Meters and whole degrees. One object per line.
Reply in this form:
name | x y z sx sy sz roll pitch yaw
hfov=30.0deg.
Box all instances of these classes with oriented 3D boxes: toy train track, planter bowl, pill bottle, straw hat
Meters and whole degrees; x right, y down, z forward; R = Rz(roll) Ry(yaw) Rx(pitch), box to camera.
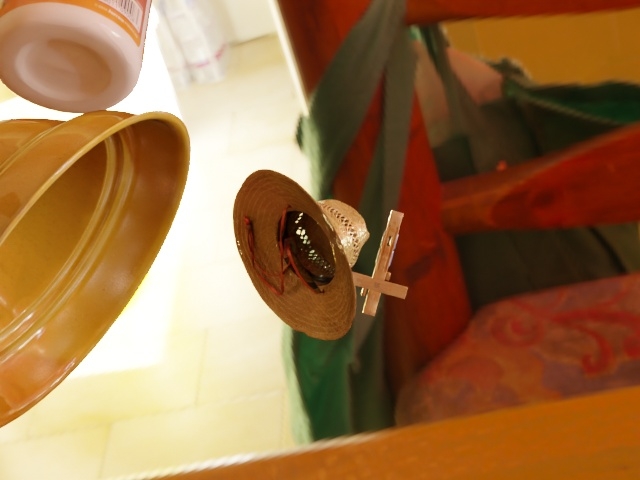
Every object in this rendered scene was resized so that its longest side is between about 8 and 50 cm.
toy train track | 0.049 0.018 0.934 0.048 0.083 0.014 16 1 1
planter bowl | -0.174 -0.002 0.678 0.090 0.217 0.217 33 53 13
pill bottle | -0.197 -0.222 0.990 0.121 0.121 0.216 -8 55 15
straw hat | 0.000 0.000 0.876 0.061 0.144 0.144 -26 33 -32
